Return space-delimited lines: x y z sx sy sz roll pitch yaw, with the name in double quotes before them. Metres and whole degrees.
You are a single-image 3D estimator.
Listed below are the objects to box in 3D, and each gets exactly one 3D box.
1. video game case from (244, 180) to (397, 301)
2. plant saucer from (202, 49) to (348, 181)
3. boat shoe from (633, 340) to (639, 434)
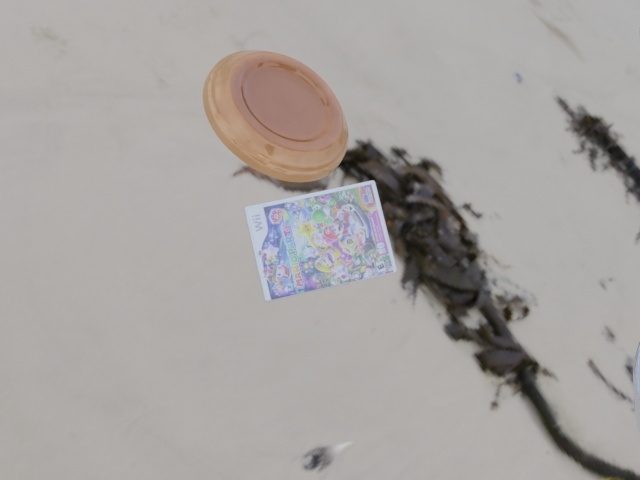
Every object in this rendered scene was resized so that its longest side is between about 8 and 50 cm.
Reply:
"video game case" 0.000 0.000 0.895 0.122 0.011 0.087 -12 82 -8
"plant saucer" -0.049 -0.164 1.249 0.200 0.037 0.200 17 51 -23
"boat shoe" 0.240 0.096 0.279 0.306 0.105 0.113 11 51 21
